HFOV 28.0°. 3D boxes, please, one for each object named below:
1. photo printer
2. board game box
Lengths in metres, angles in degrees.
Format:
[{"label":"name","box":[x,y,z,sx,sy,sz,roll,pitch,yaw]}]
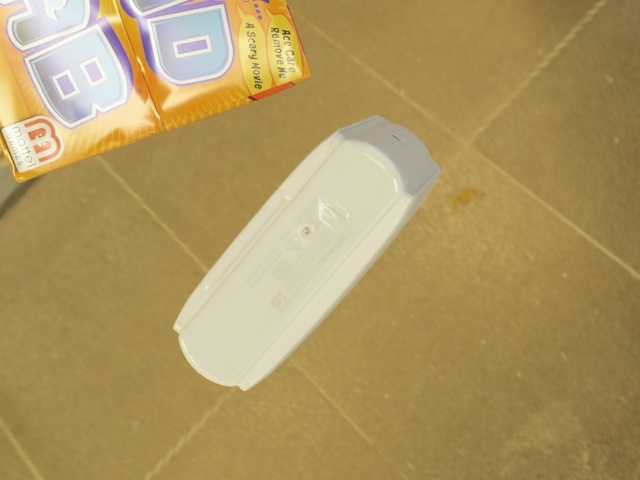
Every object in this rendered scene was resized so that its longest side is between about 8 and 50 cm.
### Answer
[{"label":"photo printer","box":[0.000,0.000,1.228,0.107,0.307,0.256,41,103,2]},{"label":"board game box","box":[-0.244,-0.319,1.551,0.356,0.356,0.356,-20,13,0]}]
